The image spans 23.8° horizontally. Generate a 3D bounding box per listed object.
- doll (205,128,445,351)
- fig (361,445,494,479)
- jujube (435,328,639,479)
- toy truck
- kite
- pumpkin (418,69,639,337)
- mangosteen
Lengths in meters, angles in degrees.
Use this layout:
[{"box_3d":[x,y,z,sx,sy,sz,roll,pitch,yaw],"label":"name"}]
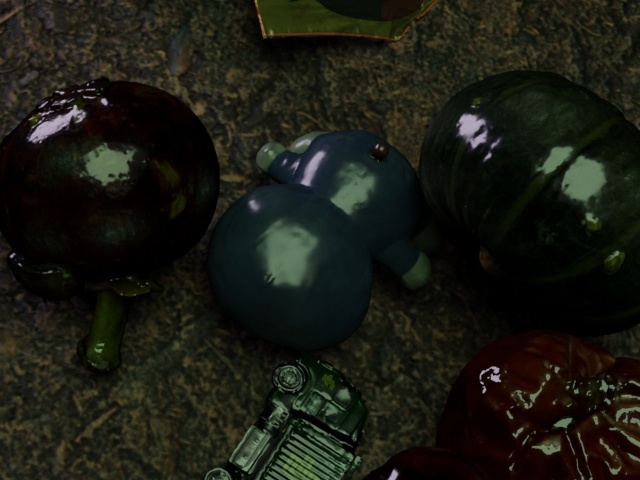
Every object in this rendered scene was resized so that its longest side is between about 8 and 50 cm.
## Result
[{"box_3d":[0.000,0.000,1.584,0.228,0.154,0.258,39,70,4],"label":"doll"},{"box_3d":[0.108,0.318,1.372,0.186,0.204,0.249,-15,63,-50],"label":"fig"},{"box_3d":[0.235,0.195,1.501,0.232,0.213,0.213,16,62,-9],"label":"jujube"},{"box_3d":[-0.046,0.239,1.481,0.121,0.088,0.259,32,64,6],"label":"toy truck"},{"box_3d":[0.008,-0.374,1.774,0.327,0.013,0.377,45,58,-12],"label":"kite"},{"box_3d":[0.240,-0.039,1.530,0.207,0.300,0.300,-38,76,-9],"label":"pumpkin"},{"box_3d":[-0.211,-0.017,1.524,0.231,0.231,0.289,-7,103,-15],"label":"mangosteen"}]
